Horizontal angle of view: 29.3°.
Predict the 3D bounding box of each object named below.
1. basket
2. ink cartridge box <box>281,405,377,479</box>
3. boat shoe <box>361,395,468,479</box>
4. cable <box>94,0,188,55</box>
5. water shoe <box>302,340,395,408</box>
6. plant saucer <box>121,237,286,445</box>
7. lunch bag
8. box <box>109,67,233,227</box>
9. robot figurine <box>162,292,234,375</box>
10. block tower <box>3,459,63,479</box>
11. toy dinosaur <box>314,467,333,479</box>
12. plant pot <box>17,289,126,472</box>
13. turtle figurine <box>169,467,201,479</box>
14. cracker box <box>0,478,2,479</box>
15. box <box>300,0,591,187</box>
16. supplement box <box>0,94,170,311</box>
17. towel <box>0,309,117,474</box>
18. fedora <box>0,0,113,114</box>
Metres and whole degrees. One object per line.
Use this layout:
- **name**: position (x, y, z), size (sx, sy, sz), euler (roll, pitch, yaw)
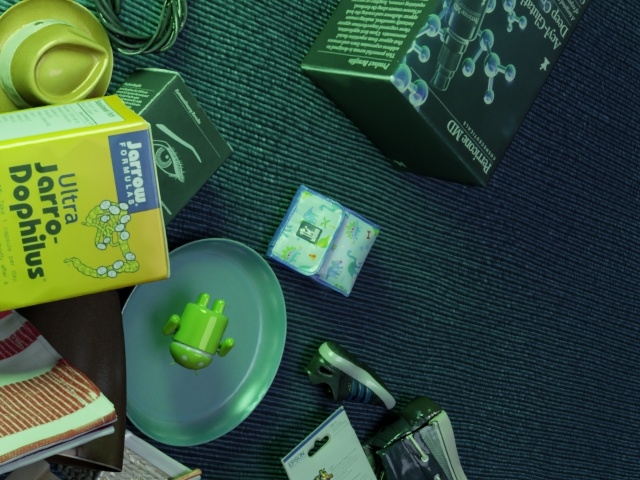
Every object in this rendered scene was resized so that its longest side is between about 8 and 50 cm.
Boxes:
- **basket**: position (-0.276, 0.331, 1.750), size (0.167, 0.113, 0.103), euler (42, 74, -39)
- **ink cartridge box**: position (0.034, 0.457, 2.052), size (0.165, 0.065, 0.333), euler (-35, 109, -38)
- **boat shoe**: position (0.180, 0.455, 2.194), size (0.158, 0.127, 0.340), euler (-30, 112, -25)
- **cable**: position (-0.240, -0.338, 1.646), size (0.150, 0.047, 0.184), euler (29, 73, -45)
- **water shoe**: position (0.046, 0.239, 2.057), size (0.080, 0.073, 0.203), euler (-44, 129, 6)
- **plant saucer**: position (-0.186, 0.149, 1.833), size (0.317, 0.043, 0.318), euler (-12, 109, -40)
- **lunch bag**: position (0.000, 0.000, 1.933), size (0.151, 0.096, 0.129), euler (30, 83, -27)
- **box**: position (-0.247, -0.111, 1.670), size (0.207, 0.108, 0.153), euler (-49, 127, -22)
- **robot figurine**: position (-0.175, 0.134, 1.764), size (0.101, 0.067, 0.115), euler (24, 84, -15)
- **block tower**: position (-0.365, 0.405, 1.574), size (0.091, 0.097, 0.335), euler (-49, 163, -36)
- **toy dinosaur**: position (-0.046, 0.495, 1.870), size (0.164, 0.218, 0.322), euler (43, 107, -6)
- **plant pot**: position (-0.343, 0.170, 1.611), size (0.215, 0.215, 0.230), euler (25, 69, -42)
- **turtle figurine**: position (-0.109, 0.446, 1.737), size (0.269, 0.087, 0.217), euler (7, 96, -14)
- **cracker box**: position (-0.504, 0.254, 1.497), size (0.067, 0.155, 0.232), euler (-55, 129, -14)
- **box**: position (0.209, -0.336, 1.951), size (0.293, 0.212, 0.395), euler (42, 73, -40)
- **supplement box**: position (-0.378, -0.036, 1.435), size (0.356, 0.194, 0.195), euler (-11, 109, -16)
- **towel**: position (-0.421, 0.151, 1.432), size (0.237, 0.329, 0.037), euler (-16, 132, -42)
- **fedora**: position (-0.338, -0.223, 1.581), size (0.194, 0.079, 0.194), euler (-12, 108, -40)
